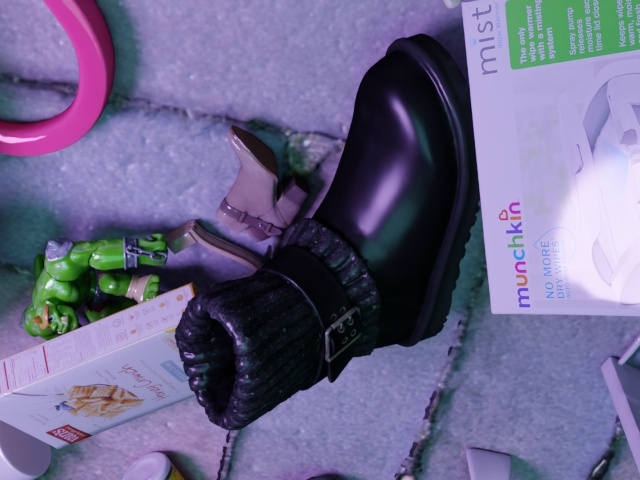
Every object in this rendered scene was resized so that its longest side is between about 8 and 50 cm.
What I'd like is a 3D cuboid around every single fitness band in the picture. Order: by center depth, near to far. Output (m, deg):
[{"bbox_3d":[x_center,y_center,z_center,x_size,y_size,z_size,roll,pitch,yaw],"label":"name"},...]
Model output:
[{"bbox_3d":[-0.316,-0.200,0.935,0.209,0.054,0.291,-28,118,16],"label":"fitness band"}]

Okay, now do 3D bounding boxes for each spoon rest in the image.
[{"bbox_3d":[0.166,0.379,1.259,0.137,0.084,0.276,11,122,-4],"label":"spoon rest"}]

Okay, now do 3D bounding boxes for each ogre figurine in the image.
[{"bbox_3d":[-0.239,0.059,1.073,0.118,0.096,0.197,13,152,-21],"label":"ogre figurine"}]

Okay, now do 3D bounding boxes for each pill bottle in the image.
[{"bbox_3d":[-0.406,0.272,1.207,0.180,0.108,0.108,-32,116,21],"label":"pill bottle"},{"bbox_3d":[-0.182,0.315,1.247,0.065,0.065,0.116,-21,119,16],"label":"pill bottle"}]

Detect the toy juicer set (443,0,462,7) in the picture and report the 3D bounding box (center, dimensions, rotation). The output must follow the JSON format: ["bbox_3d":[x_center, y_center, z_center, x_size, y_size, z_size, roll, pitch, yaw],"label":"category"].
[{"bbox_3d":[0.130,-0.351,0.747,0.209,0.089,0.329,39,113,-9],"label":"toy juicer set"}]

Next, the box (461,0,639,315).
[{"bbox_3d":[0.249,-0.078,0.819,0.231,0.127,0.261,-1,97,41],"label":"box"}]

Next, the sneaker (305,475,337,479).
[{"bbox_3d":[-0.066,0.390,1.274,0.098,0.135,0.276,36,95,-5],"label":"sneaker"}]

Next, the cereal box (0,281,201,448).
[{"bbox_3d":[-0.206,0.136,1.071,0.240,0.047,0.173,-23,151,5],"label":"cereal box"}]

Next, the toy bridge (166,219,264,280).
[{"bbox_3d":[-0.081,0.051,1.095,0.063,0.026,0.188,-29,117,18],"label":"toy bridge"}]

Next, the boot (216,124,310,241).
[{"bbox_3d":[-0.071,-0.049,1.022,0.087,0.042,0.118,-38,113,26],"label":"boot"}]

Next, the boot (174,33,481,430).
[{"bbox_3d":[0.002,0.003,0.925,0.260,0.131,0.348,-18,128,-27],"label":"boot"}]

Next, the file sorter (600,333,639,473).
[{"bbox_3d":[0.467,0.179,1.052,0.278,0.193,0.173,25,117,-13],"label":"file sorter"}]
